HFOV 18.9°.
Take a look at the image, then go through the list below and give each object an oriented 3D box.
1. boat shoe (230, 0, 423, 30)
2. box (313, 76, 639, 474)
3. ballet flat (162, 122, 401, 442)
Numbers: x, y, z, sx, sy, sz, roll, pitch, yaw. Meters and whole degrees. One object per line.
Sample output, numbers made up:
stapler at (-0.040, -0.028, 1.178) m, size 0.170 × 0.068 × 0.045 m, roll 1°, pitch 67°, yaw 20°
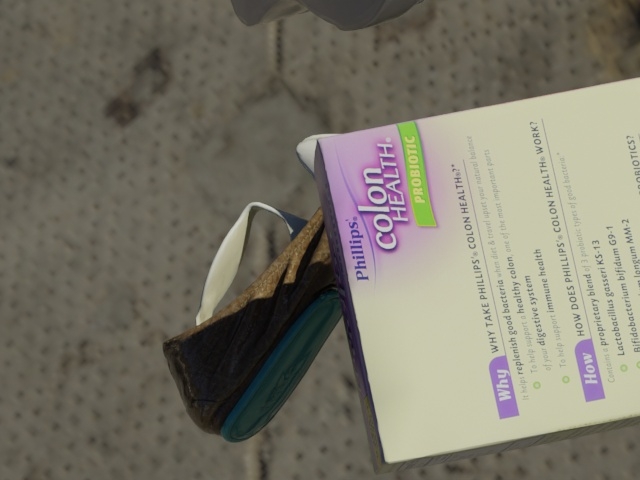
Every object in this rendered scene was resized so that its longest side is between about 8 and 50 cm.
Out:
boat shoe at (0.045, -0.184, 0.974) m, size 0.158 × 0.127 × 0.340 m, roll -21°, pitch 11°, yaw -12°
box at (0.134, 0.024, 1.257) m, size 0.243 × 0.117 × 0.213 m, roll -11°, pitch 80°, yaw -4°
ballet flat at (0.000, 0.000, 1.474) m, size 0.342 × 0.116 × 0.124 m, roll -48°, pitch 68°, yaw 13°
